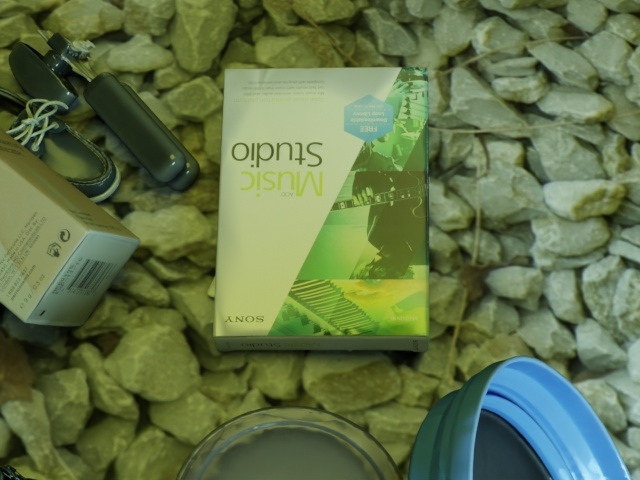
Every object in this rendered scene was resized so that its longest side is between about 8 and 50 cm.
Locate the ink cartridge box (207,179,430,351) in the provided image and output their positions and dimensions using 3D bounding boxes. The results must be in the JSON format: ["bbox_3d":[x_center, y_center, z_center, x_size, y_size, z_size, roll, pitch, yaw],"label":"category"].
[{"bbox_3d":[0.000,0.000,1.790,0.181,0.056,0.224,21,74,11],"label":"ink cartridge box"}]

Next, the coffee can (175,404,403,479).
[{"bbox_3d":[-0.031,0.301,1.434,0.202,0.275,0.201,1,56,-2],"label":"coffee can"}]

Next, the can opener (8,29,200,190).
[{"bbox_3d":[-0.252,-0.152,1.870,0.280,0.074,0.093,42,97,25],"label":"can opener"}]

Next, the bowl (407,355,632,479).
[{"bbox_3d":[0.199,0.300,1.412,0.077,0.391,0.391,-21,50,28],"label":"bowl"}]

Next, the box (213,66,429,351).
[{"bbox_3d":[0.004,-0.037,1.745,0.232,0.058,0.322,-1,71,4],"label":"box"}]

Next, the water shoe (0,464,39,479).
[{"bbox_3d":[-0.299,0.264,1.566,0.203,0.080,0.073,7,56,2],"label":"water shoe"}]

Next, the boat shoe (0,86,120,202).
[{"bbox_3d":[-0.345,-0.125,1.830,0.255,0.079,0.095,29,59,16],"label":"boat shoe"}]

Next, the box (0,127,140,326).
[{"bbox_3d":[-0.363,-0.047,1.704,0.311,0.148,0.121,37,97,15],"label":"box"}]
